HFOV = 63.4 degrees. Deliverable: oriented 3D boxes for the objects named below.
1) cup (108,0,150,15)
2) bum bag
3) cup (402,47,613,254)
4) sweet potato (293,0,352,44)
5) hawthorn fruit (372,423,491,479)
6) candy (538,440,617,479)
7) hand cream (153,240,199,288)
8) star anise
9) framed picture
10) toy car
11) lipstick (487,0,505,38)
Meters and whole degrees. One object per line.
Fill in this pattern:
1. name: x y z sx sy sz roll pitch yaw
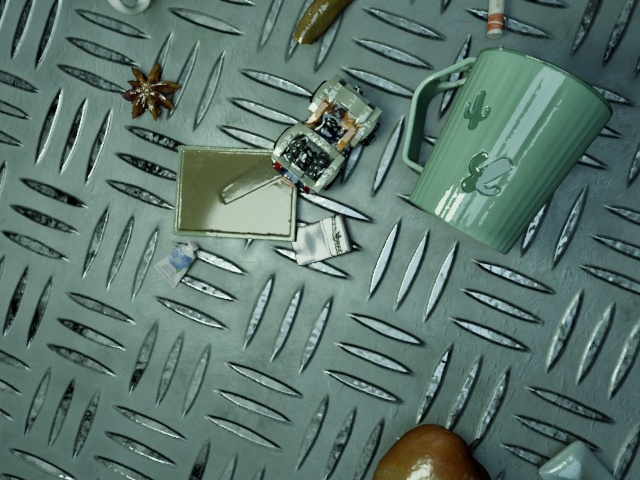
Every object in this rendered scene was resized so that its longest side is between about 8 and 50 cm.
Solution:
1. cup: -0.436 -0.729 1.270 0.259 0.274 0.356 16 95 7
2. bum bag: 0.000 0.000 1.359 0.159 0.026 0.109 -18 88 9
3. cup: 0.392 -0.214 1.205 0.310 0.401 0.392 25 101 -28
4. sweet potato: 0.019 -0.595 1.321 0.077 0.077 0.243 41 90 4
5. hawthorn fruit: 0.275 0.568 1.228 0.268 0.268 0.301 38 87 5
6. candy: 0.644 0.597 1.273 0.138 0.071 0.174 -41 86 6
7. hand cream: -0.384 0.057 1.402 0.142 0.053 0.084 -43 87 16
8. star anise: -0.459 -0.400 1.390 0.168 0.057 0.168 0 93 8
9. framed picture: -0.226 -0.127 1.380 0.335 0.022 0.247 3 89 7
10. toy car: 0.012 -0.254 1.299 0.193 0.118 0.301 40 87 -2
11. lipstick: 0.436 -0.571 1.282 0.038 0.038 0.130 3 92 7
